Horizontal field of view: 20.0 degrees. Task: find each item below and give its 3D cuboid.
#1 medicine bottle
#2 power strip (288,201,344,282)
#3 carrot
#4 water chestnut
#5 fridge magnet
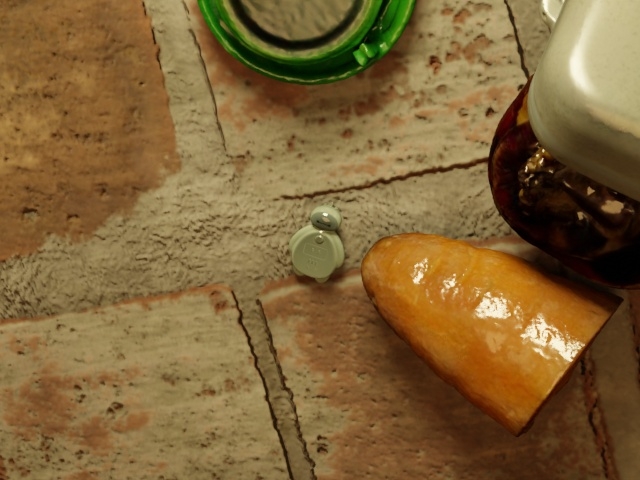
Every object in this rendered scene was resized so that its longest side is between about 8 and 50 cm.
[{"bbox_3d":[0.330,-0.195,1.448,0.282,0.123,0.375,24,69,3],"label":"medicine bottle"},{"bbox_3d":[0.000,0.000,1.735,0.055,0.035,0.083,19,124,5],"label":"power strip"},{"bbox_3d":[0.143,0.064,1.678,0.225,0.159,0.159,33,112,14],"label":"carrot"},{"bbox_3d":[0.247,-0.063,1.559,0.224,0.238,0.223,15,115,34],"label":"water chestnut"},{"bbox_3d":[-0.015,-0.239,1.622,0.208,0.088,0.208,4,109,10],"label":"fridge magnet"}]
